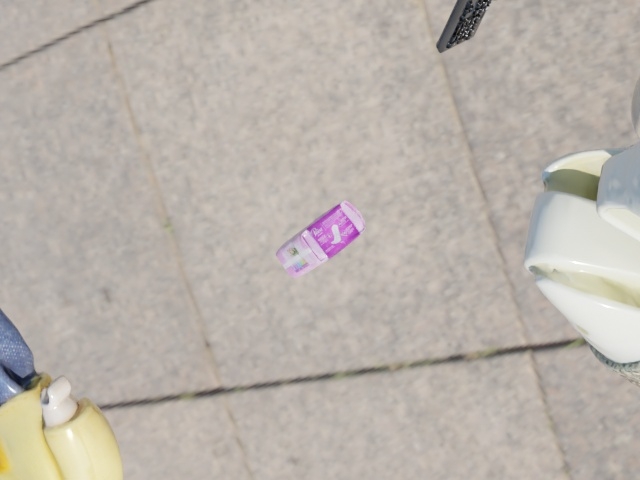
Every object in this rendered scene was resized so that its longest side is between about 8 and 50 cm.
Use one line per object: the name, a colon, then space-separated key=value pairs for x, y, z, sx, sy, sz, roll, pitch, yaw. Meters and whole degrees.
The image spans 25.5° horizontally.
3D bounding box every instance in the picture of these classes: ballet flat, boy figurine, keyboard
ballet flat: x=0.211 y=-0.014 z=0.709 sx=0.483 sy=0.182 sz=0.164 roll=142 pitch=129 yaw=-70
boy figurine: x=-0.210 y=0.151 z=0.994 sx=0.177 sy=0.092 sz=0.285 roll=-21 pitch=101 yaw=45
keyboard: x=0.176 y=-0.258 z=1.323 sx=0.038 sy=0.100 sz=0.192 roll=37 pitch=132 yaw=13

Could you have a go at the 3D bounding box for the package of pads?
package of pads: x=0.000 y=0.000 z=1.094 sx=0.032 sy=0.050 sz=0.083 roll=52 pitch=161 yaw=-1

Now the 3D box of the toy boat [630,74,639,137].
toy boat: x=0.558 y=-0.150 z=1.837 sx=0.318 sy=0.267 sz=0.148 roll=60 pitch=172 yaw=39
